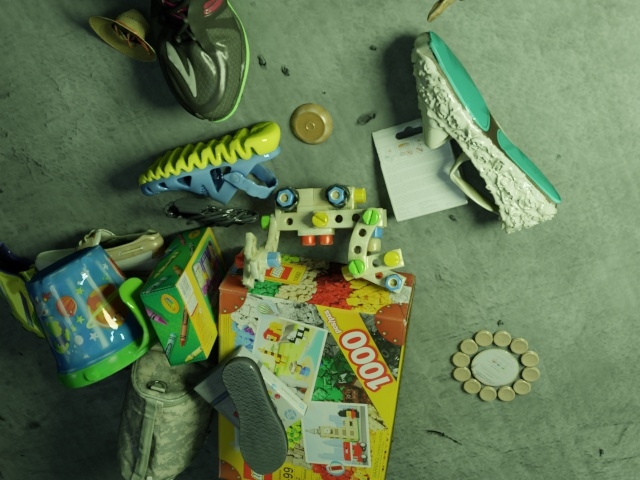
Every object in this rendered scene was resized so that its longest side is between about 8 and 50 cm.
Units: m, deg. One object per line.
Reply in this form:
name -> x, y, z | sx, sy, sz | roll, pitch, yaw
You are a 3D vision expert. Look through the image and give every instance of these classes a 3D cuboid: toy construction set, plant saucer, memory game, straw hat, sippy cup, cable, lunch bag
toy construction set -> 0.000, 0.000, 1.441 | 0.327, 0.151, 0.215 | -2, 90, -1
plant saucer -> -0.019, -0.221, 1.431 | 0.083, 0.015, 0.084 | 6, 118, 11
memory game -> 0.374, 0.269, 1.591 | 0.186, 0.012, 0.186 | 5, 118, 10
straw hat -> -0.353, -0.397, 1.391 | 0.144, 0.144, 0.061 | 27, 78, -1
sippy cup -> -0.466, 0.140, 1.503 | 0.305, 0.240, 0.224 | -25, 103, 5
cable -> -0.212, -0.046, 1.501 | 0.184, 0.150, 0.047 | 5, 80, 9
lunch bag -> -0.348, 0.376, 1.679 | 0.212, 0.256, 0.305 | 19, 120, 4

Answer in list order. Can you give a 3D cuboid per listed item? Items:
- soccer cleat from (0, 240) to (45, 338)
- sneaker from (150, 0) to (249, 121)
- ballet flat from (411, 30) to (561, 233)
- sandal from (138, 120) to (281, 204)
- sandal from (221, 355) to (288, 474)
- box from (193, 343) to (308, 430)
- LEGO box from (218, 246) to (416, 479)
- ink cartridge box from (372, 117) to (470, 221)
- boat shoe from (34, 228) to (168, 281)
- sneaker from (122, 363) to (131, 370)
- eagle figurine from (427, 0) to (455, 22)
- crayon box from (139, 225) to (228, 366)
soccer cleat -> -0.665, 0.122, 1.720 | 0.289, 0.093, 0.121 | 44, 111, -11
sneaker -> -0.240, -0.430, 1.269 | 0.185, 0.202, 0.483 | 0, 117, 14
ballet flat -> 0.263, -0.169, 1.316 | 0.147, 0.147, 0.409 | -35, 104, 26
sandal -> -0.211, -0.127, 1.469 | 0.317, 0.126, 0.138 | -10, 118, 20
sandal -> -0.121, 0.341, 1.464 | 0.097, 0.054, 0.255 | -9, 105, 10
box -> -0.141, 0.315, 1.501 | 0.145, 0.038, 0.186 | -39, 103, 27
LEGO box -> -0.016, 0.295, 1.594 | 0.372, 0.193, 0.501 | 8, 118, 9
ink cartridge box -> 0.191, -0.139, 1.421 | 0.145, 0.045, 0.180 | -14, 94, 20
boat shoe -> -0.477, 0.027, 1.621 | 0.302, 0.113, 0.103 | -2, 114, 4
sneaker -> -0.507, 0.283, 1.740 | 0.153, 0.094, 0.235 | 36, 112, 23
eagle figurine -> 0.190, -0.530, 1.151 | 0.226, 0.225, 0.298 | -27, 71, -14
crayon box -> -0.260, 0.103, 1.503 | 0.081, 0.278, 0.166 | -13, 113, 12
